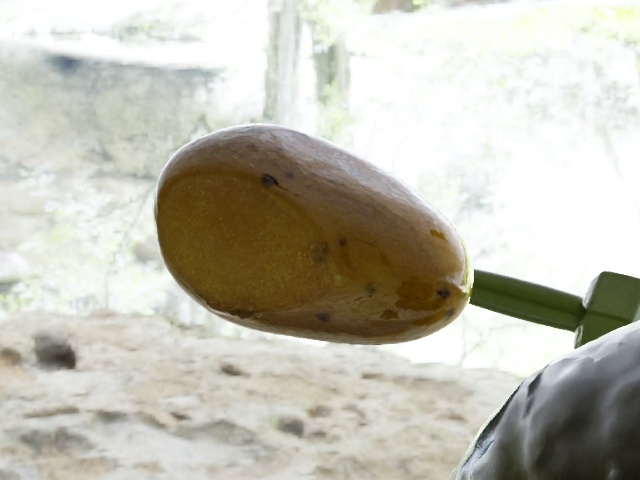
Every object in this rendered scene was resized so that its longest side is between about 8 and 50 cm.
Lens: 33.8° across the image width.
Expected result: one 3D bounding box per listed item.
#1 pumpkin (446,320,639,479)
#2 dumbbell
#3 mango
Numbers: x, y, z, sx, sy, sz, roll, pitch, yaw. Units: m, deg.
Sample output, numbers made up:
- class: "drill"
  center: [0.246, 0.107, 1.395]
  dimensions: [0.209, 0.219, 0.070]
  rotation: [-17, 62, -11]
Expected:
- class: "pumpkin"
  center: [0.192, 0.166, 0.428]
  dimensions: [0.320, 0.321, 0.192]
  rotation: [-1, -148, 16]
- class: "dumbbell"
  center: [0.231, 0.068, 1.213]
  dimensions: [0.301, 0.108, 0.121]
  rotation: [15, 174, 27]
- class: "mango"
  center: [0.000, 0.000, 0.863]
  dimensions: [0.290, 0.160, 0.191]
  rotation: [22, -165, 31]
